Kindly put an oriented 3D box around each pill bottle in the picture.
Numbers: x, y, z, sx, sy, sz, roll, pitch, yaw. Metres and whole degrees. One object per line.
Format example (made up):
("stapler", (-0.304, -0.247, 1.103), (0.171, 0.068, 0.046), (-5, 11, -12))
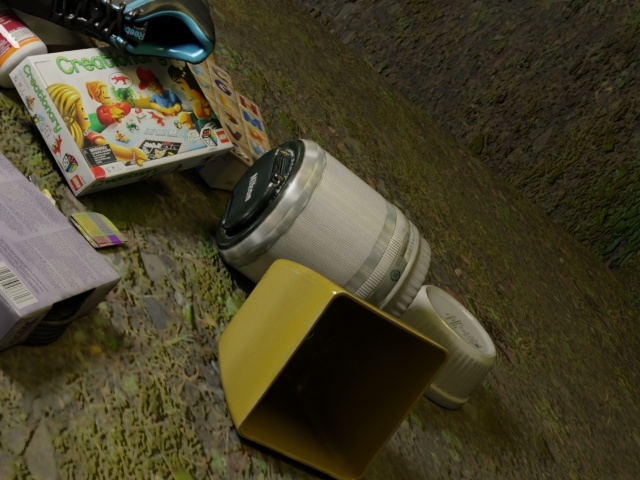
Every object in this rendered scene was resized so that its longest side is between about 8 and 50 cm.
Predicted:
("pill bottle", (-0.459, -0.292, 1.908), (0.152, 0.086, 0.086), (47, 17, 10))

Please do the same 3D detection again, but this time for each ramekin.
("ramekin", (0.197, 0.169, 2.273), (0.207, 0.109, 0.207), (40, 17, -14))

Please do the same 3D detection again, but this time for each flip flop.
("flip flop", (-0.371, -0.243, 1.993), (0.277, 0.112, 0.080), (48, 31, -3))

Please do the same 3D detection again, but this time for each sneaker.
("sneaker", (-0.298, -0.336, 1.897), (0.340, 0.125, 0.140), (9, 32, -26))

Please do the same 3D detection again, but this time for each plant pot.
("plant pot", (-0.009, 0.144, 1.724), (0.212, 0.212, 0.187), (31, 8, -37))

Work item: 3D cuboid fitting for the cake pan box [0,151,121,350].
("cake pan box", (-0.361, -0.006, 1.476), (0.267, 0.070, 0.246), (45, 19, 5))

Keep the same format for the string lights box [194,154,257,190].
("string lights box", (-0.202, -0.198, 2.290), (0.260, 0.077, 0.133), (50, 19, 21))

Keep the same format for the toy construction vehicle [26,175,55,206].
("toy construction vehicle", (-0.363, -0.057, 1.647), (0.086, 0.035, 0.098), (19, 29, -54))

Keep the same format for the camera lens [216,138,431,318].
("camera lens", (0.000, 0.000, 2.029), (0.274, 0.219, 0.219), (37, 18, -20))

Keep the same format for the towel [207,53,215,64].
("towel", (-0.315, -0.418, 2.638), (0.271, 0.040, 0.370), (33, 22, -29))

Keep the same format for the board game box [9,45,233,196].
("board game box", (-0.272, -0.179, 1.921), (0.305, 0.053, 0.193), (-21, 79, -54))

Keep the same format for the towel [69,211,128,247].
("towel", (-0.287, -0.014, 1.765), (0.060, 0.009, 0.083), (46, 16, 11))

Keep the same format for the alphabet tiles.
("alphabet tiles", (-0.197, -0.243, 2.260), (0.285, 0.011, 0.342), (33, 21, -27))
